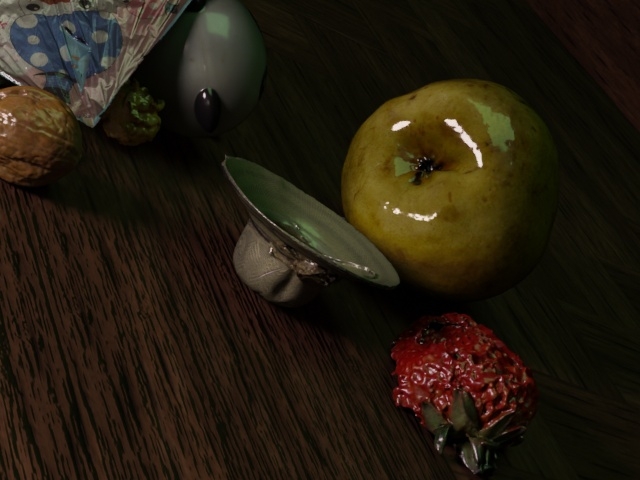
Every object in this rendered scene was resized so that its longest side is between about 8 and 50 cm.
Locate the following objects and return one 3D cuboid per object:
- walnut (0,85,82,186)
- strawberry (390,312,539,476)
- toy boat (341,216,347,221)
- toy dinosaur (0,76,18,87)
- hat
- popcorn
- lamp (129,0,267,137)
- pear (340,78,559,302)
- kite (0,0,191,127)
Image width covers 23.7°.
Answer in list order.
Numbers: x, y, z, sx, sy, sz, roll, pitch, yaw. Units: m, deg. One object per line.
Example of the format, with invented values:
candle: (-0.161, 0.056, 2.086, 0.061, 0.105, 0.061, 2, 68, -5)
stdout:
walnut: (-0.313, -0.112, 1.623, 0.124, 0.105, 0.105, 20, 25, -16)
strawberry: (0.175, 0.155, 1.808, 0.188, 0.106, 0.286, 28, 22, -24)
toy boat: (0.000, 0.000, 1.922, 0.061, 0.060, 0.137, 54, 26, -9)
toy dinosaur: (-0.339, -0.220, 1.837, 0.147, 0.076, 0.363, 23, 28, -2)
hat: (-0.040, 0.017, 1.759, 0.252, 0.110, 0.252, 34, 13, -9)
popcorn: (-0.232, -0.158, 1.867, 0.082, 0.083, 0.057, 23, 17, 31)
lamp: (-0.158, -0.225, 1.968, 0.198, 0.197, 0.244, 36, -5, -1)
pear: (0.176, -0.062, 2.034, 0.304, 0.304, 0.304, 31, 22, -14)
kite: (-0.310, -0.271, 1.792, 0.406, 0.014, 0.368, -8, 58, -21)
